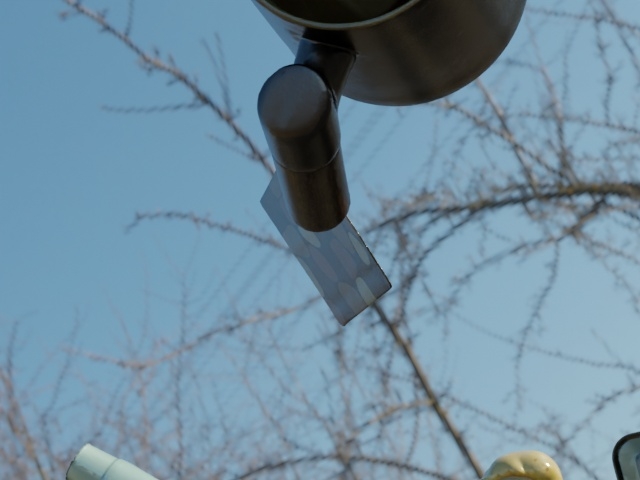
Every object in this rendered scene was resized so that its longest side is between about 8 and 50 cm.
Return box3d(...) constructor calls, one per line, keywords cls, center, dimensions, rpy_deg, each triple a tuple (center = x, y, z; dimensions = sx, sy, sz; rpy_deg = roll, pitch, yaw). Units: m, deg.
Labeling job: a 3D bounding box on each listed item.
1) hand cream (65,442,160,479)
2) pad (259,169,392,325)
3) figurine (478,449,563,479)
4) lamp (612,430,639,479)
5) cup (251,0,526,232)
box3d(cls="hand cream", center=(-0.136, 0.330, 1.490), dimensions=(0.085, 0.331, 0.058), rpy_deg=(-62, -9, -1))
box3d(cls="pad", center=(0.000, 0.000, 1.248), dimensions=(0.003, 0.158, 0.235), rpy_deg=(-32, -4, -15))
box3d(cls="figurine", center=(0.249, 0.351, 1.735), dimensions=(0.114, 0.108, 0.196), rpy_deg=(-27, 2, 34))
box3d(cls="lamp", center=(0.466, 0.309, 1.390), dimensions=(0.266, 0.269, 0.047), rpy_deg=(-15, -18, 11))
box3d(cls="cup", center=(0.038, -0.135, 0.751), dimensions=(0.166, 0.239, 0.177), rpy_deg=(-10, -5, 11))
